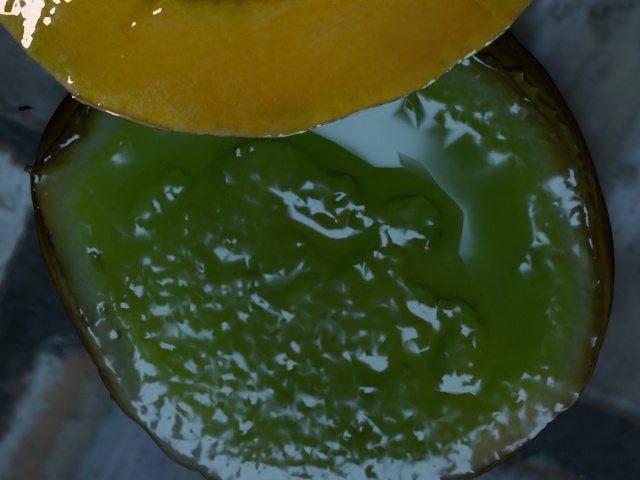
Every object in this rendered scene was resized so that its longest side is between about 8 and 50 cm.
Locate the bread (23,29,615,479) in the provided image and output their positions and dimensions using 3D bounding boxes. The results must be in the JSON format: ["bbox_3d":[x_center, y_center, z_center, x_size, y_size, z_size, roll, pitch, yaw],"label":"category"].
[{"bbox_3d":[0.000,0.000,0.708,0.236,0.070,0.236,2,115,5],"label":"bread"}]

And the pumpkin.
[{"bbox_3d":[-0.011,-0.132,0.602,0.217,0.110,0.217,-1,85,12],"label":"pumpkin"}]
